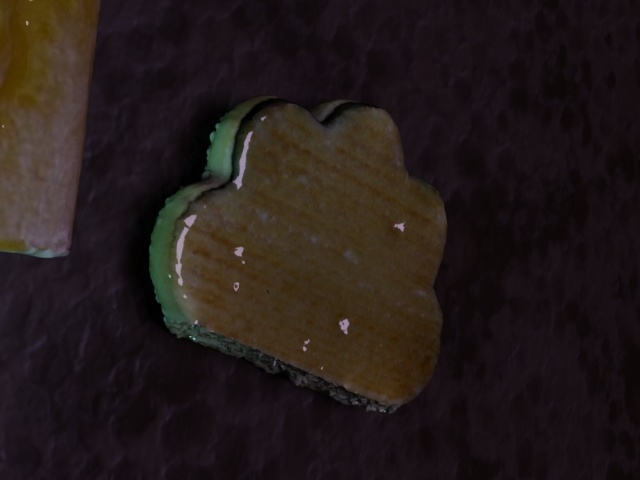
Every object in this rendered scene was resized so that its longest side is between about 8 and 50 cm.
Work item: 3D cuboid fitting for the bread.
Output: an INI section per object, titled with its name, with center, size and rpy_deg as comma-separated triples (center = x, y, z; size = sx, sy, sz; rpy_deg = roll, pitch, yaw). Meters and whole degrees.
[bread]
center = 0.000, 0.000, 0.953
size = 0.286, 0.056, 0.207
rpy_deg = 34, 69, -45

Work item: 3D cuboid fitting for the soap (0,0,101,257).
[soap]
center = -0.239, -0.165, 0.598
size = 0.293, 0.156, 0.335
rpy_deg = 10, 86, -50
